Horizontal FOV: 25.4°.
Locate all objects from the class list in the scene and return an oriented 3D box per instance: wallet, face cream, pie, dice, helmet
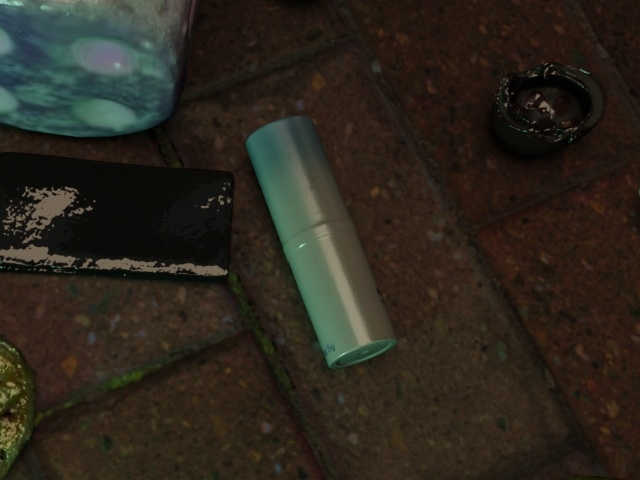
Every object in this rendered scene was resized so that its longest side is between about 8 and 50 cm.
[{"bbox_3d":[-0.210,-0.023,1.430,0.244,0.025,0.124,4,69,-6],"label":"wallet"},{"bbox_3d":[0.000,0.000,1.428,0.077,0.077,0.250,-17,74,-15],"label":"face cream"},{"bbox_3d":[-0.358,0.159,1.328,0.187,0.041,0.187,3,68,-8],"label":"pie"},{"bbox_3d":[-0.250,-0.274,1.388,0.270,0.271,0.270,9,67,-6],"label":"dice"},{"bbox_3d":[0.239,-0.134,1.522,0.123,0.070,0.098,-10,62,-16],"label":"helmet"}]

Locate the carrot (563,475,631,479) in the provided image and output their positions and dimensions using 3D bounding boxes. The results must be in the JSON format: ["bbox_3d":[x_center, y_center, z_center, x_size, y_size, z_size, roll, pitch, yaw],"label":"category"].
[{"bbox_3d":[0.397,0.283,1.389,0.359,0.074,0.074,12,68,-3],"label":"carrot"}]

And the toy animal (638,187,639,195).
[{"bbox_3d":[0.412,-0.037,1.508,0.150,0.083,0.089,5,26,2],"label":"toy animal"}]
